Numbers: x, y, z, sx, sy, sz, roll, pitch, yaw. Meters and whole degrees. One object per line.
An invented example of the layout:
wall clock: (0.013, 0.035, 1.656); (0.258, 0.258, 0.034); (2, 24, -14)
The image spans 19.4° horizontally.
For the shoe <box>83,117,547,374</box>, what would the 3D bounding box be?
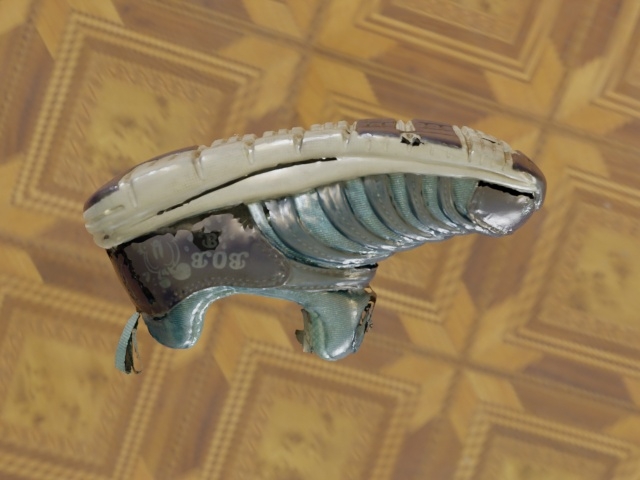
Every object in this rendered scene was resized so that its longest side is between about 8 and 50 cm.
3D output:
shoe: (0.000, 0.000, 0.838); (0.207, 0.091, 0.106); (-13, 98, 4)
